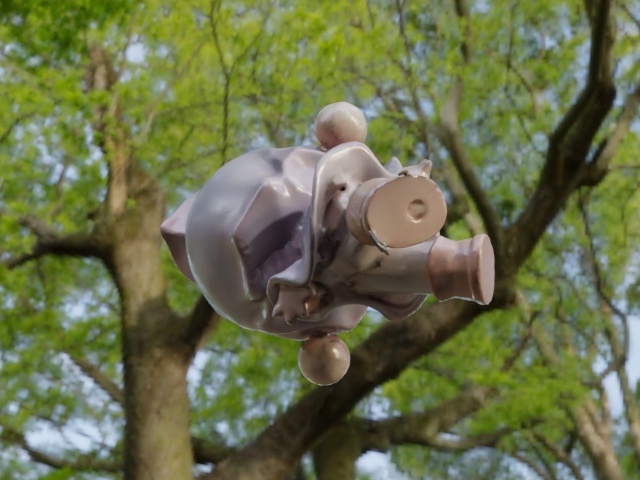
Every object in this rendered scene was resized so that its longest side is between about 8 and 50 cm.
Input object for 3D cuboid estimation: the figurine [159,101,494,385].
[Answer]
[{"bbox_3d":[-0.001,0.000,0.810,0.133,0.200,0.276,5,-3,-34],"label":"figurine"}]
